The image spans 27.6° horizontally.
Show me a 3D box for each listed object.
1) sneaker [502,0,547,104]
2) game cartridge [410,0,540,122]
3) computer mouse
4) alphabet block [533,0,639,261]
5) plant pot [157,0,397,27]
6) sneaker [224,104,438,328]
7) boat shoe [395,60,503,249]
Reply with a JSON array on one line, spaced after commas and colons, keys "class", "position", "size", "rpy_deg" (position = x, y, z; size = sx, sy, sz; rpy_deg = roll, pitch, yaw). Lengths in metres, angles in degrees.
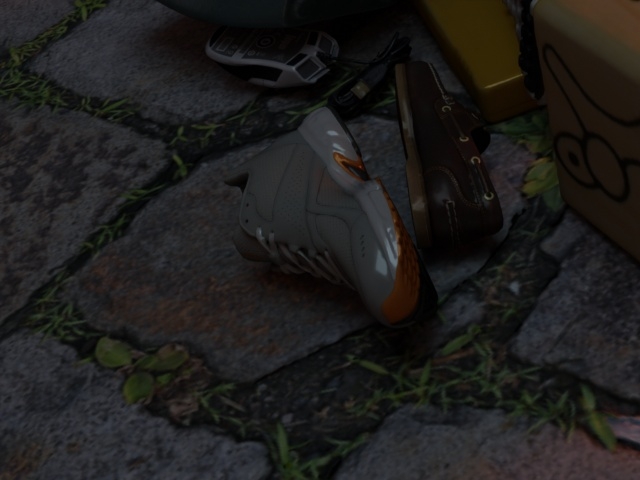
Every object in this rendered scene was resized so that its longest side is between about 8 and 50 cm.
[{"class": "sneaker", "position": [0.212, -0.228, 1.091], "size": [0.118, 0.110, 0.292], "rpy_deg": [-7, 50, 1]}, {"class": "game cartridge", "position": [0.231, -0.250, 1.216], "size": [0.285, 0.052, 0.323], "rpy_deg": [-19, 41, -1]}, {"class": "computer mouse", "position": [-0.018, -0.167, 1.217], "size": [0.193, 0.042, 0.106], "rpy_deg": [16, 54, 28]}, {"class": "alphabet block", "position": [0.285, -0.090, 0.889], "size": [0.193, 0.192, 0.197], "rpy_deg": [-26, 40, -13]}, {"class": "plant pot", "position": [-0.038, -0.333, 1.230], "size": [0.248, 0.247, 0.252], "rpy_deg": [-19, 46, -35]}, {"class": "sneaker", "position": [0.000, 0.000, 0.981], "size": [0.121, 0.099, 0.262], "rpy_deg": [-28, 31, 0]}, {"class": "boat shoe", "position": [0.100, -0.072, 1.036], "size": [0.073, 0.073, 0.207], "rpy_deg": [-11, 46, 6]}]
